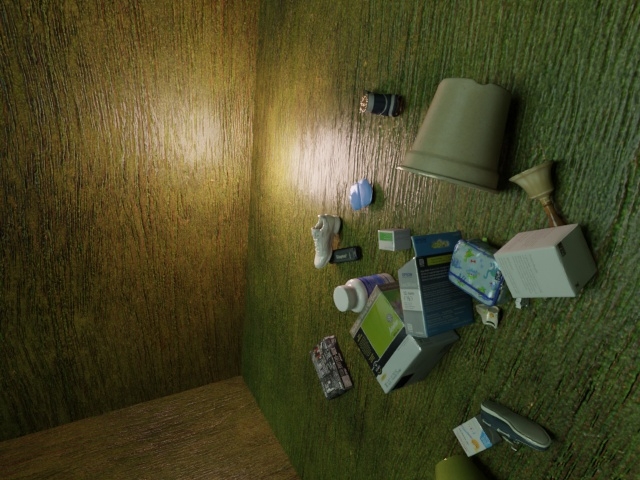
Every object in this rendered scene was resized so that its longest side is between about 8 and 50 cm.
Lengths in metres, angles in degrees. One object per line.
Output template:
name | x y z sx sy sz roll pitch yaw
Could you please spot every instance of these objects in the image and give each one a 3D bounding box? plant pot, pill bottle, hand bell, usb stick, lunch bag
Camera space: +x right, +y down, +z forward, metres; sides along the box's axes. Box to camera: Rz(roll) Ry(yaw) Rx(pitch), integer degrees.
plant pot | 0.449 -0.336 1.286 0.334 0.334 0.305 32 111 53
plant pot | 0.535 0.947 1.440 0.293 0.275 0.274 -106 28 -48
pill bottle | 0.201 0.239 1.809 0.152 0.272 0.152 16 108 57
hand bell | 0.661 -0.098 1.168 0.126 0.126 0.241 -30 81 57
usb stick | 0.120 0.079 2.136 0.278 0.045 0.077 -13 84 59
lunch bag | 0.530 0.105 1.327 0.219 0.090 0.175 45 133 53

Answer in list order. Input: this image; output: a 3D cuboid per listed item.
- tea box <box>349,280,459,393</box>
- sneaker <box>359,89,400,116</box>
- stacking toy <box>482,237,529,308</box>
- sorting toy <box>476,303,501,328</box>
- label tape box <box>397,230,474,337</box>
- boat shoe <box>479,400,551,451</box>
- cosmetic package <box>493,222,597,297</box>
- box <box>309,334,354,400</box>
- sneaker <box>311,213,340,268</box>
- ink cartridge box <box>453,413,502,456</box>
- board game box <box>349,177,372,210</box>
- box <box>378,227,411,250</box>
tea box | 0.331 0.390 1.674 0.323 0.220 0.328 57 140 35
sneaker | 0.257 -0.596 1.751 0.282 0.153 0.099 -91 5 -67
stacking toy | 0.601 0.107 1.333 0.167 0.052 0.220 9 103 58
sorting toy | 0.589 0.265 1.396 0.083 0.045 0.075 19 119 56
label tape box | 0.413 0.151 1.459 0.115 0.249 0.347 -13 84 59
boat shoe | 0.635 0.625 1.331 0.255 0.095 0.078 13 105 59
cosmetic package | 0.633 0.061 1.136 0.184 0.152 0.151 -15 104 58
box | 0.058 0.741 2.335 0.242 0.077 0.307 -57 48 47
sneaker | 0.000 0.000 2.171 0.114 0.152 0.304 27 105 59
ink cartridge box | 0.569 0.727 1.493 0.104 0.062 0.181 62 144 32
board game box | 0.205 -0.222 1.955 0.169 0.033 0.133 -25 69 53
box | 0.319 -0.006 1.733 0.101 0.102 0.087 6 103 57
